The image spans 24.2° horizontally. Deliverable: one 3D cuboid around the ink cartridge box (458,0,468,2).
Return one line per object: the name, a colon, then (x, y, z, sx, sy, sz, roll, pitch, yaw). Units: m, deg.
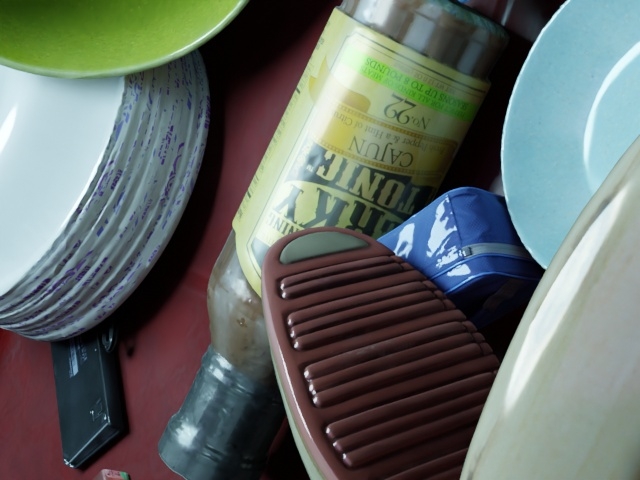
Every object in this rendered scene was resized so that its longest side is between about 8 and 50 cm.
ink cartridge box: (0.041, -0.318, 0.841, 0.198, 0.270, 0.197, -44, 44, 4)

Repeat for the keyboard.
keyboard: (-0.183, 0.082, 1.201, 0.108, 0.023, 0.180, -45, 46, 38)

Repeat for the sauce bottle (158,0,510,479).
sauce bottle: (0.000, 0.000, 0.942, 0.111, 0.111, 0.344, 39, 108, 50)

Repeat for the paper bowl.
paper bowl: (-0.229, -0.073, 1.189, 0.284, 0.148, 0.284, -28, 49, 37)

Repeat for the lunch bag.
lunch bag: (0.077, 0.022, 0.870, 0.098, 0.067, 0.065, -37, 55, 38)

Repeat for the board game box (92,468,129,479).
board game box: (-0.156, 0.321, 1.074, 0.145, 0.027, 0.281, -47, 45, 27)

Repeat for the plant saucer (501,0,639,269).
plant saucer: (0.181, -0.063, 0.802, 0.195, 0.037, 0.195, -21, 61, 44)

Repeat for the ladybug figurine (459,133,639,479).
ladybug figurine: (0.219, 0.077, 0.550, 0.449, 0.305, 0.162, -61, -4, 13)

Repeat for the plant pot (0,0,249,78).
plant pot: (-0.175, -0.314, 1.091, 0.275, 0.275, 0.293, -46, 32, 30)

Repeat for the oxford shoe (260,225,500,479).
oxford shoe: (0.048, 0.150, 0.786, 0.348, 0.123, 0.130, 64, 151, 30)
